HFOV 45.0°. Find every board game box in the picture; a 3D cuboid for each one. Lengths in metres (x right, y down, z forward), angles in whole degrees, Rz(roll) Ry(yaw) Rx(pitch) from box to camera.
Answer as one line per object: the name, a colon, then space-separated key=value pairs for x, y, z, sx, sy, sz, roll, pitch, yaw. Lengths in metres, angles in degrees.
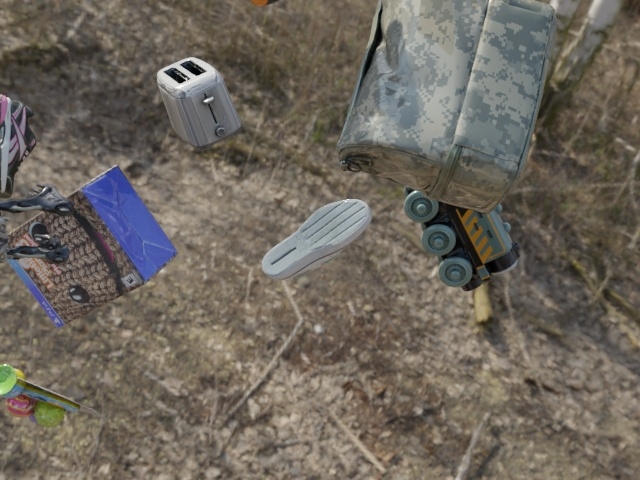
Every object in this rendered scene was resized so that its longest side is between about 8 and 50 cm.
board game box: x=-0.496 y=0.016 z=1.640 sx=0.232 sy=0.291 sz=0.141 roll=57 pitch=31 yaw=-12

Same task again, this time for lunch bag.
lunch bag: x=0.176 y=-0.218 z=1.124 sx=0.256 sy=0.305 sz=0.212 roll=16 pitch=-10 yaw=1

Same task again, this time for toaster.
toaster: x=-0.272 y=-0.305 z=1.690 sx=0.129 sy=0.146 sz=0.227 roll=-27 pitch=36 yaw=-16

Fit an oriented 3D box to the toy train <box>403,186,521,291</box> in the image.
toy train: x=0.314 y=-0.044 z=1.727 sx=0.333 sy=0.190 sz=0.142 roll=60 pitch=18 yaw=-16

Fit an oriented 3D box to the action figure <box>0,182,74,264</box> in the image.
action figure: x=-0.439 y=0.005 z=0.935 sx=0.141 sy=0.164 sz=0.276 roll=1 pitch=9 yaw=31

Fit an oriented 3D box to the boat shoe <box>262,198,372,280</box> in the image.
boat shoe: x=0.000 y=0.000 z=1.389 sx=0.076 sy=0.226 sz=0.083 roll=27 pitch=39 yaw=-60

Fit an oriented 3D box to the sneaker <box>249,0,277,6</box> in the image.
sneaker: x=-0.084 y=-0.474 z=1.134 sx=0.099 sy=0.262 sz=0.121 roll=4 pitch=6 yaw=-34

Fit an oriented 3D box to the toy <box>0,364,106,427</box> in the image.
toy: x=-0.433 y=0.245 z=1.165 sx=0.137 sy=0.237 sz=0.056 roll=17 pitch=67 yaw=13

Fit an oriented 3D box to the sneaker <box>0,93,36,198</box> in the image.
sneaker: x=-0.529 y=-0.160 z=1.337 sx=0.072 sy=0.178 sz=0.077 roll=1 pitch=-4 yaw=45
